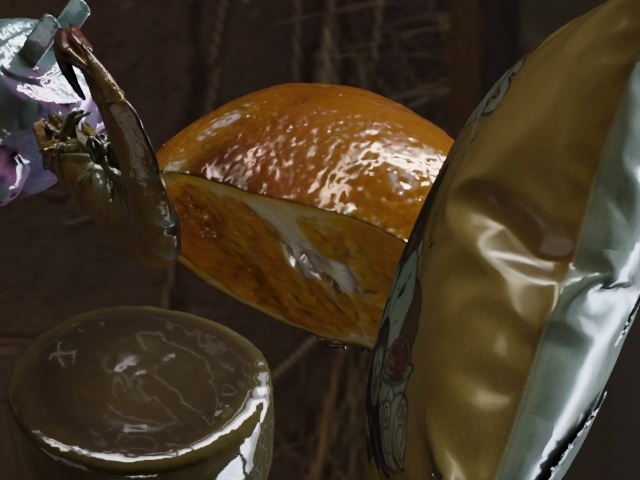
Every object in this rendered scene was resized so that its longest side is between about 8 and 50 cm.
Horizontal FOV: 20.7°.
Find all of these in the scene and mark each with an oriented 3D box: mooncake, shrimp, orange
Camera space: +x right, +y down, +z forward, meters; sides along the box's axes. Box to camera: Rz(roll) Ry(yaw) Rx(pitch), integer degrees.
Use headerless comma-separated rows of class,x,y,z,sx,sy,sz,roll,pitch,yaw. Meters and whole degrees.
mooncake,-0.191,0.204,1.879,0.284,0.284,0.155,-22,131,-32
shrimp,-0.121,-0.058,0.883,0.034,0.178,0.124,-26,127,-16
orange,-0.002,-0.004,1.426,0.274,0.310,0.274,-18,90,-72

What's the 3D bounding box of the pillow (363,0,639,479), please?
pillow,0.104,0.021,0.952,0.119,0.310,0.312,21,82,1

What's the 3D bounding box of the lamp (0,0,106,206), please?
lamp,-0.353,-0.194,1.808,0.301,0.247,0.247,45,33,2
